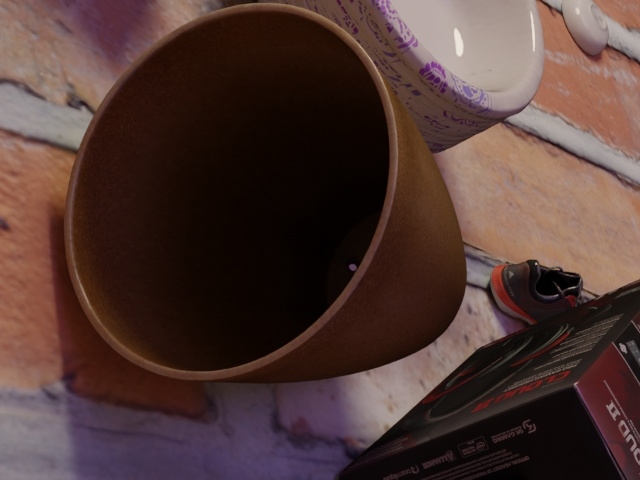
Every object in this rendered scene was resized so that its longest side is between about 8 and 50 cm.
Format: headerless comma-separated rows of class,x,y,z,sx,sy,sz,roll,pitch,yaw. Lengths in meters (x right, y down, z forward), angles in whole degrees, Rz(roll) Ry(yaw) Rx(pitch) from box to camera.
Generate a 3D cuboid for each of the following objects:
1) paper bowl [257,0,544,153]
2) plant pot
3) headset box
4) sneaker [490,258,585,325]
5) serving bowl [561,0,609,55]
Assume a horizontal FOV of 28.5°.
paper bowl,0.057,-0.210,1.098,0.284,0.148,0.284,29,47,-38
plant pot,0.000,0.000,0.858,0.254,0.237,0.237,29,47,-56
headset box,0.169,0.144,0.954,0.293,0.218,0.110,-30,91,-53
sneaker,0.232,0.060,1.211,0.158,0.065,0.061,24,51,-40
serving bowl,0.338,-0.275,1.581,0.083,0.027,0.083,30,47,-38
